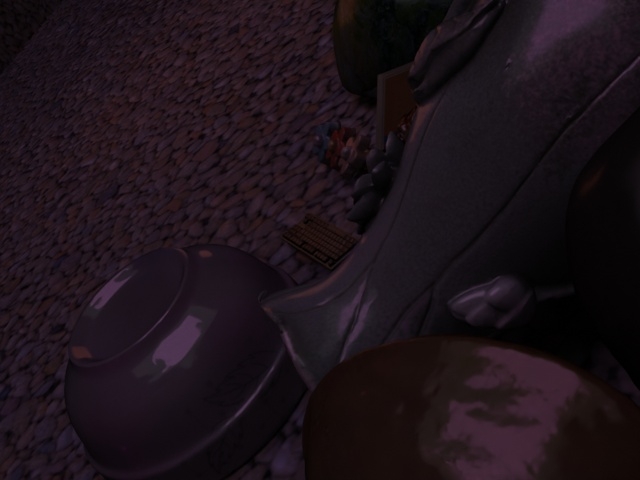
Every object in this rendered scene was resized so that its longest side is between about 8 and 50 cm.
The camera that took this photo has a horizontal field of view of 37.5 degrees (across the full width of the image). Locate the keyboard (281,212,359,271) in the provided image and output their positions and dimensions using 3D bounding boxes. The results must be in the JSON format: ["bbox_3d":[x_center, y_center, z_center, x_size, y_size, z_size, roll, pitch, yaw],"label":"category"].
[{"bbox_3d":[0.000,0.000,1.080,0.049,0.015,0.129,-44,31,-9],"label":"keyboard"}]

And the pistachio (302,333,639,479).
[{"bbox_3d":[0.097,0.151,0.569,0.260,0.163,0.212,32,111,27],"label":"pistachio"}]

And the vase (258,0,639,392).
[{"bbox_3d":[0.149,-0.045,0.721,0.445,0.250,0.250,-50,29,10],"label":"vase"}]

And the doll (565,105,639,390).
[{"bbox_3d":[0.335,0.037,0.446,0.378,0.252,0.382,-45,47,53],"label":"doll"}]

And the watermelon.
[{"bbox_3d":[0.142,-0.290,1.202,0.305,0.180,0.224,7,98,47],"label":"watermelon"}]

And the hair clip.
[{"bbox_3d":[0.032,-0.110,1.156,0.214,0.056,0.062,30,105,57],"label":"hair clip"}]

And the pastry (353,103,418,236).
[{"bbox_3d":[0.120,-0.071,0.884,0.097,0.115,0.208,37,91,42],"label":"pastry"}]

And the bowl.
[{"bbox_3d":[-0.155,0.111,0.978,0.287,0.144,0.287,-28,33,20],"label":"bowl"}]

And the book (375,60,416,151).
[{"bbox_3d":[0.129,-0.099,0.984,0.170,0.018,0.241,-17,59,34],"label":"book"}]
